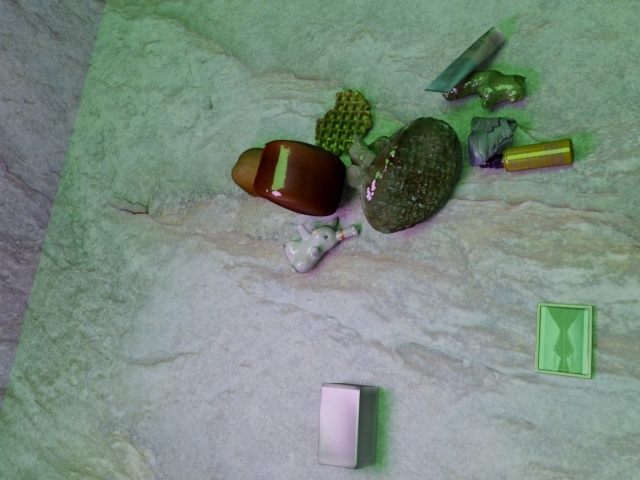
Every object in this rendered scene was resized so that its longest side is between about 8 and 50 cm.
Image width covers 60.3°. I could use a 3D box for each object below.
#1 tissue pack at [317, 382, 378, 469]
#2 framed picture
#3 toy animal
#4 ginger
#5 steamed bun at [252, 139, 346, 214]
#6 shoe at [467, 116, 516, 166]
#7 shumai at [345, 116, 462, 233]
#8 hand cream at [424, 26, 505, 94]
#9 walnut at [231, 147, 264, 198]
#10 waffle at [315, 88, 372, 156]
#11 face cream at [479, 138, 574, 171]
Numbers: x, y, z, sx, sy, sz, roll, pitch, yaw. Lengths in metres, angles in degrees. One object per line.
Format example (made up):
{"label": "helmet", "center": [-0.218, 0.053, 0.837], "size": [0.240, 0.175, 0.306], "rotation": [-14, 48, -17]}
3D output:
{"label": "tissue pack", "center": [0.091, 0.581, 1.749], "size": [0.136, 0.159, 0.246], "rotation": [-4, 75, 28]}
{"label": "framed picture", "center": [0.687, 0.280, 1.558], "size": [0.150, 0.015, 0.203], "rotation": [1, 78, 30]}
{"label": "toy animal", "center": [-0.012, 0.000, 1.972], "size": [0.282, 0.138, 0.140], "rotation": [-41, 56, 14]}
{"label": "ginger", "center": [0.533, -0.500, 1.810], "size": [0.290, 0.089, 0.137], "rotation": [24, 91, 32]}
{"label": "steamed bun", "center": [-0.042, -0.207, 1.908], "size": [0.248, 0.379, 0.235], "rotation": [16, 90, 21]}
{"label": "shoe", "center": [0.533, -0.313, 1.715], "size": [0.138, 0.095, 0.245], "rotation": [-4, 37, 25]}
{"label": "shumai", "center": [0.238, -0.244, 1.810], "size": [0.397, 0.324, 0.323], "rotation": [-58, 39, 10]}
{"label": "hand cream", "center": [0.475, -0.583, 1.808], "size": [0.312, 0.070, 0.111], "rotation": [-43, 38, -15]}
{"label": "walnut", "center": [-0.232, -0.269, 2.141], "size": [0.298, 0.203, 0.203], "rotation": [24, 90, 37]}
{"label": "waffle", "center": [0.076, -0.442, 2.086], "size": [0.253, 0.056, 0.249], "rotation": [-27, 65, 24]}
{"label": "face cream", "center": [0.627, -0.254, 1.697], "size": [0.273, 0.078, 0.078], "rotation": [-5, 75, 30]}
